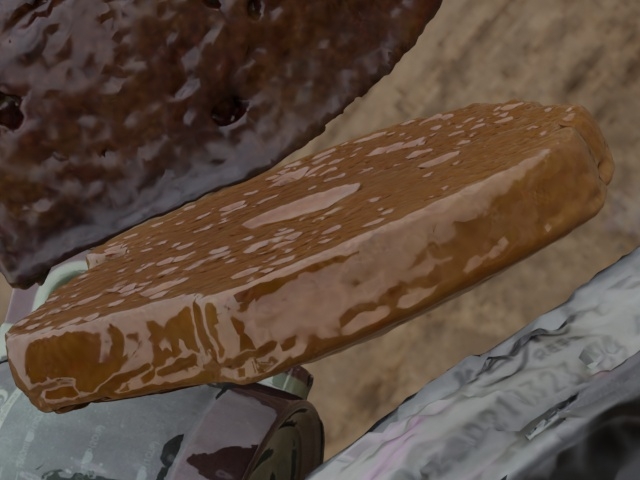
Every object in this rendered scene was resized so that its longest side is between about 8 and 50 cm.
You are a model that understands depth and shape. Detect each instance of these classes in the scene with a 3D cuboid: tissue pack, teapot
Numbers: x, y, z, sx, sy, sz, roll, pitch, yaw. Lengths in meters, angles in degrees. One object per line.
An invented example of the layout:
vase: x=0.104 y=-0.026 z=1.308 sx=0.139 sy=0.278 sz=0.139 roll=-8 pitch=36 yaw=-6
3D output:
tissue pack: x=0.145 y=0.187 z=0.694 sx=0.245 sy=0.332 sz=0.123 roll=-33 pitch=21 yaw=-22
teapot: x=-0.168 y=0.159 z=1.369 sx=0.233 sy=0.312 sz=0.314 roll=59 pitch=-131 yaw=-69

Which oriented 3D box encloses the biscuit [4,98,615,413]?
biscuit: x=0.000 y=0.001 z=0.980 sx=0.350 sy=0.078 sz=0.455 roll=-24 pitch=8 yaw=9

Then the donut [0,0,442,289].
donut: x=-0.046 y=-0.087 z=0.583 sx=0.187 sy=0.126 sz=0.144 roll=-27 pitch=27 yaw=15
